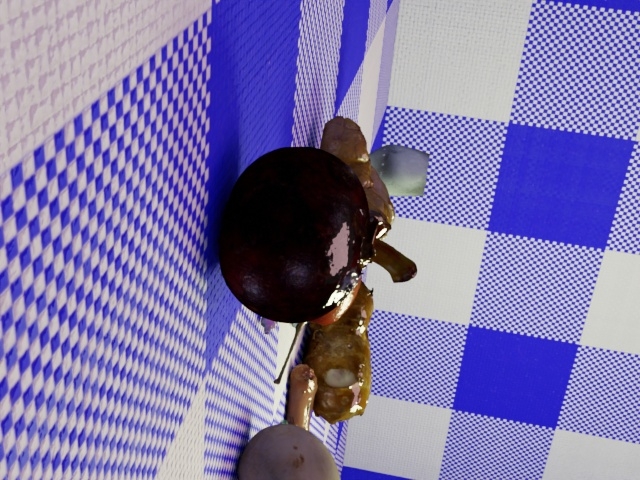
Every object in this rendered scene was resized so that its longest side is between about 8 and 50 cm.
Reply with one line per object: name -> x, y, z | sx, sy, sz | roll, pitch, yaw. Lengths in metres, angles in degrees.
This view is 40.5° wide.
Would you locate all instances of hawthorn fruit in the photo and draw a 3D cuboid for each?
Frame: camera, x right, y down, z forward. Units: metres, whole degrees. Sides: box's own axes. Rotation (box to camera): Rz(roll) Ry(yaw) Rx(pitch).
hawthorn fruit -> -0.022, 0.139, 1.658 | 0.165, 0.165, 0.286 | 43, 66, -81

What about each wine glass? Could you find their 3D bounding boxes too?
wine glass -> 0.135, -0.170, 2.053 | 0.126, 0.241, 0.127 | 10, 90, -85

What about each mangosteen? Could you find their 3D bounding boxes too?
mangosteen -> 0.000, 0.000, 1.129 | 0.235, 0.261, 0.236 | 11, 90, -82

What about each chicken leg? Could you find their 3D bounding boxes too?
chicken leg -> 0.060, -0.097, 1.734 | 0.409, 0.181, 0.295 | -100, -177, -76

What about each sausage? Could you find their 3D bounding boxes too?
sausage -> -0.048, 0.423, 2.046 | 0.078, 0.078, 0.304 | -65, 162, -64

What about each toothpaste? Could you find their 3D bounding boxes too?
toothpaste -> -0.081, 0.100, 1.552 | 0.045, 0.028, 0.170 | 101, 0, -46

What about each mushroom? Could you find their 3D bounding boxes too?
mushroom -> -0.072, 0.441, 1.566 | 0.204, 0.204, 0.204 | 9, 90, -83

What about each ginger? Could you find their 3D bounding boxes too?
ginger -> 0.046, 0.246, 2.157 | 0.418, 0.176, 0.254 | -80, 171, -45

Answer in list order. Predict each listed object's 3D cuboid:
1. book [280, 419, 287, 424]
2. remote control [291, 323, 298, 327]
book -> -0.097, 0.481, 1.944 | 0.135, 0.017, 0.103 | -64, 160, -68
remote control -> -0.045, 0.128, 1.898 | 0.053, 0.017, 0.125 | 3, 96, -83
